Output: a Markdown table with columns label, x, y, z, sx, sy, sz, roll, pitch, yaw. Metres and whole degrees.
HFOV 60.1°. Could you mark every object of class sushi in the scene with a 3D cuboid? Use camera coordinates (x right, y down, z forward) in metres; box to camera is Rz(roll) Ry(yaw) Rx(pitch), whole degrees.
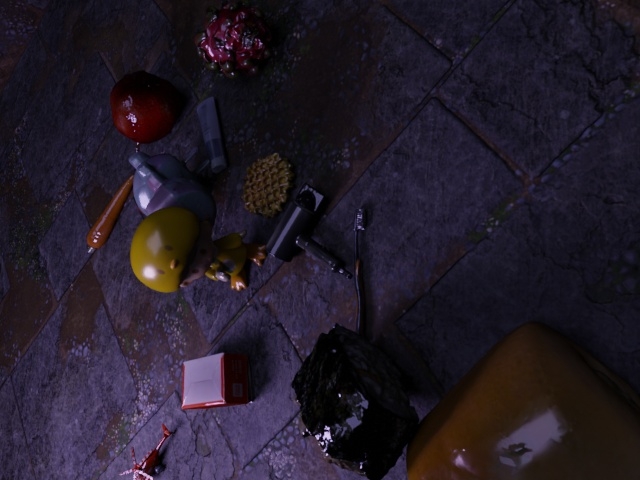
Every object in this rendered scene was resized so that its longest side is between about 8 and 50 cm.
| label | x | y | z | sx | sy | sz | roll | pitch | yaw |
| --- | --- | --- | --- | --- | --- | --- | --- | --- | --- |
| sushi | 0.062 | 0.308 | 1.085 | 0.171 | 0.211 | 0.350 | -55 | 18 | 10 |

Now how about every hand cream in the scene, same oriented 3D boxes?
| label | x | y | z | sx | sy | sz | roll | pitch | yaw |
| --- | --- | --- | --- | --- | --- | --- | --- | --- | --- |
| hand cream | -0.332 | -0.323 | 1.682 | 0.079 | 0.048 | 0.255 | -28 | 63 | 26 |

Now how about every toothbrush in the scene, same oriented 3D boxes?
| label | x | y | z | sx | sy | sz | roll | pitch | yaw |
| --- | --- | --- | --- | --- | --- | --- | --- | --- | --- |
| toothbrush | 0.089 | 0.082 | 1.288 | 0.031 | 0.023 | 0.321 | -6 | 77 | 40 |

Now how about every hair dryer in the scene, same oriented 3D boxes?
| label | x | y | z | sx | sy | sz | roll | pitch | yaw |
| --- | --- | --- | --- | --- | --- | --- | --- | --- | --- |
| hair dryer | 0.000 | 0.000 | 1.356 | 0.248 | 0.078 | 0.195 | 37 | 103 | 27 |

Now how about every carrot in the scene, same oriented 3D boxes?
| label | x | y | z | sx | sy | sz | roll | pitch | yaw |
| --- | --- | --- | --- | --- | --- | --- | --- | --- | --- |
| carrot | -0.738 | -0.095 | 1.941 | 0.069 | 0.069 | 0.336 | 39 | 102 | 36 |

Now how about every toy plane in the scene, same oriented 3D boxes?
| label | x | y | z | sx | sy | sz | roll | pitch | yaw |
| --- | --- | --- | --- | --- | --- | --- | --- | --- | --- |
| toy plane | -0.489 | 0.618 | 1.600 | 0.126 | 0.077 | 0.194 | 12 | 81 | 35 |

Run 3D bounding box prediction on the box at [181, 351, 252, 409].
| label | x | y | z | sx | sy | sz | roll | pitch | yaw |
| --- | --- | --- | --- | --- | --- | --- | --- | --- | --- |
| box | -0.275 | 0.375 | 1.465 | 0.182 | 0.099 | 0.133 | -20 | 66 | 35 |

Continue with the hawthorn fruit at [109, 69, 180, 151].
| label | x | y | z | sx | sy | sz | roll | pitch | yaw |
| --- | --- | --- | --- | --- | --- | --- | --- | --- | --- |
| hawthorn fruit | -0.583 | -0.408 | 1.799 | 0.230 | 0.210 | 0.266 | 48 | 125 | 28 |

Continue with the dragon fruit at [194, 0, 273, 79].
| label | x | y | z | sx | sy | sz | roll | pitch | yaw |
| --- | --- | --- | --- | --- | --- | --- | --- | --- | --- |
| dragon fruit | -0.258 | -0.564 | 1.588 | 0.273 | 0.218 | 0.198 | -36 | 24 | 32 |

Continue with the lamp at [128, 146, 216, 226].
| label | x | y | z | sx | sy | sz | roll | pitch | yaw |
| --- | --- | --- | --- | --- | --- | --- | --- | --- | --- |
| lamp | -0.398 | -0.145 | 1.557 | 0.247 | 0.247 | 0.301 | -48 | 40 | -3 |

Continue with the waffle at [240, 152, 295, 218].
| label | x | y | z | sx | sy | sz | roll | pitch | yaw |
| --- | --- | --- | --- | --- | --- | --- | --- | --- | --- |
| waffle | -0.145 | -0.149 | 1.505 | 0.191 | 0.038 | 0.191 | -9 | 75 | 37 |

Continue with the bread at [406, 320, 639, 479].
| label | x | y | z | sx | sy | sz | roll | pitch | yaw |
| --- | --- | --- | --- | --- | --- | --- | --- | --- | --- |
| bread | 0.336 | 0.359 | 0.897 | 0.376 | 0.253 | 0.348 | -51 | 59 | 21 |

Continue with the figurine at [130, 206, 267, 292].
| label | x | y | z | sx | sy | sz | roll | pitch | yaw |
| --- | --- | --- | --- | --- | --- | --- | --- | --- | --- |
| figurine | -0.310 | 0.040 | 1.403 | 0.187 | 0.344 | 0.215 | 25 | 94 | 44 |
